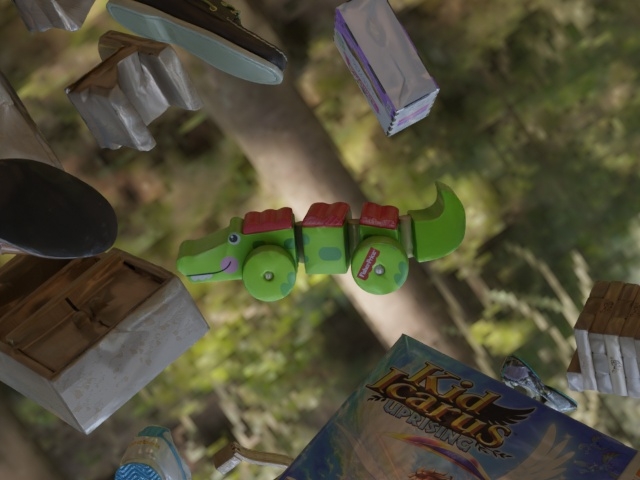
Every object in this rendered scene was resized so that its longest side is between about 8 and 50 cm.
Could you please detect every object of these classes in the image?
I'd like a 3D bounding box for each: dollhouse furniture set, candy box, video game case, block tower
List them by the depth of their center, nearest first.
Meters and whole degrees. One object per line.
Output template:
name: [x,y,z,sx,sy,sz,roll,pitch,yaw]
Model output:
video game case: [0.114,0.219,1.528,0.269,0.061,0.244,26,-132,21]
dollhouse furniture set: [-0.306,-0.048,1.733,0.362,0.394,0.256,-41,-149,-20]
block tower: [0.425,0.117,1.972,0.335,0.097,0.091,5,-140,26]
candy box: [0.086,-0.241,2.585,0.070,0.165,0.196,-30,174,-4]

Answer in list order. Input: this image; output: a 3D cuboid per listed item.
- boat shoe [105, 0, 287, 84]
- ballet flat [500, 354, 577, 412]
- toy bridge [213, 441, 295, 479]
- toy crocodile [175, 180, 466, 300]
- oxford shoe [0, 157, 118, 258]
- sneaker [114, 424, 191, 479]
boat shoe: [-0.131,-0.246,2.135,0.068,0.228,0.081,-60,163,-18]
ballet flat: [0.235,0.167,2.071,0.041,0.114,0.041,-34,-145,28]
toy bridge: [-0.041,0.288,2.231,0.063,0.188,0.026,-38,-145,19]
toy crocodile: [0.000,0.000,2.198,0.341,0.105,0.115,-4,-161,7]
oxford shoe: [-0.263,-0.022,1.484,0.076,0.212,0.076,-27,-121,56]
sneaker: [-0.188,0.335,2.373,0.087,0.228,0.092,0,-143,16]
